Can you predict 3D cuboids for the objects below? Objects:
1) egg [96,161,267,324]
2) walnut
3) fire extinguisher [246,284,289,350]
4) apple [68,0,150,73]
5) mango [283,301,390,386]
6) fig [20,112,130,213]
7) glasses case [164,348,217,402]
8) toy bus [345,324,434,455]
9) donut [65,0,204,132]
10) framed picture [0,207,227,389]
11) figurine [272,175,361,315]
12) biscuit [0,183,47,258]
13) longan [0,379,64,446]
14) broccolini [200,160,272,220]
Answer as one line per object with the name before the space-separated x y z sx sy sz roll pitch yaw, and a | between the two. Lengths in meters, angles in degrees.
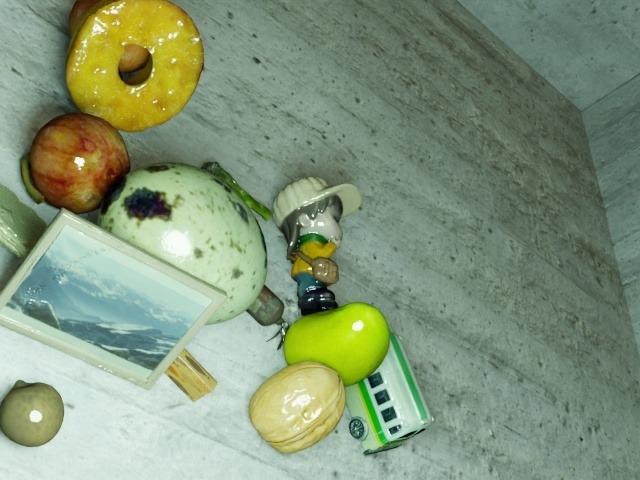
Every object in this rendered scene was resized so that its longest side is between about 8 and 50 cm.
egg | -0.253 0.012 1.730 0.379 0.287 0.288 32 41 -43
walnut | -0.042 0.330 1.811 0.165 0.197 0.165 62 2 -3
fire extinguisher | -0.159 0.118 1.957 0.268 0.072 0.089 46 71 -14
apple | -0.440 -0.480 2.016 0.210 0.173 0.235 43 38 -16
mango | 0.040 0.227 1.921 0.185 0.273 0.149 47 45 -26
fig | -0.469 -0.149 1.720 0.205 0.205 0.205 30 42 -31
glasses case | -0.273 0.228 1.728 0.170 0.064 0.041 47 35 -11
toy bus | 0.134 0.324 2.046 0.133 0.164 0.276 2 61 -50
donut | -0.396 -0.381 1.901 0.302 0.303 0.110 21 21 -39
framed picture | -0.365 0.111 1.567 0.335 0.247 0.022 32 19 -31
figurine | -0.030 0.006 2.129 0.185 0.204 0.333 77 25 -66
biscuit | -0.578 -0.064 1.598 0.199 0.040 0.121 44 19 -17
longan | -0.460 0.272 1.445 0.113 0.092 0.113 28 44 -31
broccolini | -0.194 -0.103 2.113 0.216 0.067 0.058 43 39 -32
